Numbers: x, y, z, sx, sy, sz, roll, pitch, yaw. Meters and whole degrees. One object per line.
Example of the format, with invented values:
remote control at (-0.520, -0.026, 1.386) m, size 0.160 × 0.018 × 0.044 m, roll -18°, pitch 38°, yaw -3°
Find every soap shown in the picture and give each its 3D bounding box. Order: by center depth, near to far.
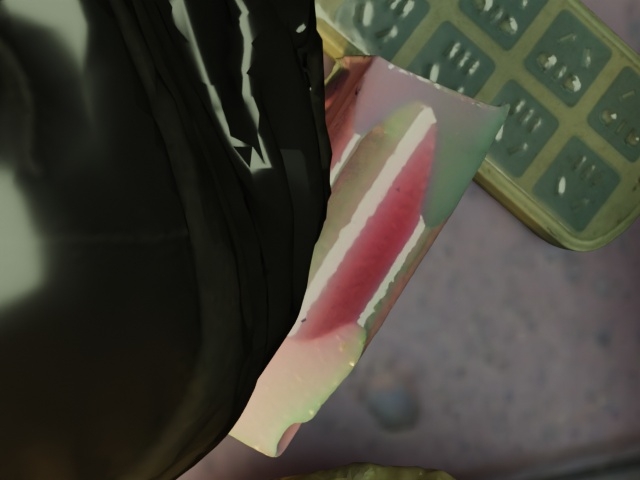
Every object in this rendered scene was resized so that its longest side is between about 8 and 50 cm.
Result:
soap at (0.000, 0.000, 0.553) m, size 0.056 × 0.100 × 0.149 m, roll 32°, pitch 92°, yaw -11°

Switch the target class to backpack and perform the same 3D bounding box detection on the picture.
backpack at (-0.213, -0.005, 0.417) m, size 0.445 × 0.255 × 0.363 m, roll -20°, pitch 104°, yaw 2°

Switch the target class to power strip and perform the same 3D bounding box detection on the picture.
power strip at (0.052, -0.081, 0.596) m, size 0.227 × 0.029 × 0.080 m, roll 38°, pitch 88°, yaw -19°

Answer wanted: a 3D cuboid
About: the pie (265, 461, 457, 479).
pie at (0.040, 0.235, 0.567) m, size 0.337 × 0.075 × 0.338 m, roll 0°, pitch 93°, yaw 9°
